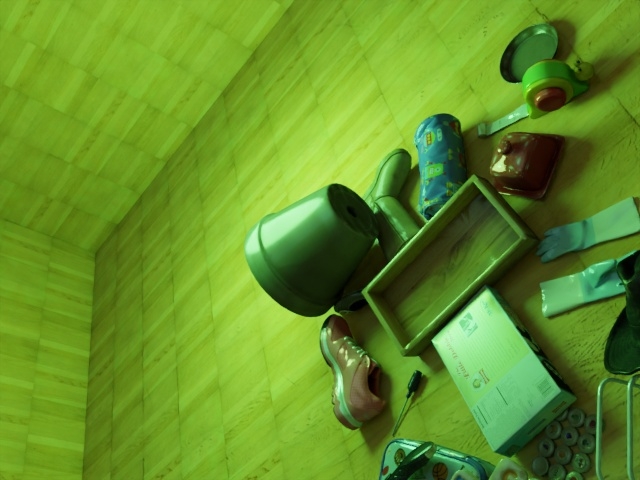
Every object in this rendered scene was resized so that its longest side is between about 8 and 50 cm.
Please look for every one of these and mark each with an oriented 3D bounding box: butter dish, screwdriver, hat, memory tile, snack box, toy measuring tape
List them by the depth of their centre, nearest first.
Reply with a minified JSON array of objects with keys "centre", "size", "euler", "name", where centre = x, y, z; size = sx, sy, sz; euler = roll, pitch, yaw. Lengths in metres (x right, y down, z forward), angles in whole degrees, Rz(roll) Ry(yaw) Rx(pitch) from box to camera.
[{"centre":[0.561,0.065,1.079],"size":[0.331,0.134,0.331],"euler":[-38,3,2],"name":"hat"},{"centre":[0.462,0.384,1.259],"size":[0.113,0.012,0.148],"euler":[13,80,55],"name":"memory tile"},{"centre":[0.369,0.263,1.407],"size":[0.187,0.060,0.322],"euler":[-50,34,20],"name":"snack box"},{"centre":[0.451,-0.191,1.540],"size":[0.160,0.118,0.160],"euler":[18,84,55],"name":"butter dish"},{"centre":[0.484,-0.342,1.594],"size":[0.330,0.121,0.121],"euler":[-24,52,44],"name":"toy measuring tape"},{"centre":[0.200,0.386,1.600],"size":[0.025,0.024,0.170],"euler":[29,95,26],"name":"screwdriver"}]

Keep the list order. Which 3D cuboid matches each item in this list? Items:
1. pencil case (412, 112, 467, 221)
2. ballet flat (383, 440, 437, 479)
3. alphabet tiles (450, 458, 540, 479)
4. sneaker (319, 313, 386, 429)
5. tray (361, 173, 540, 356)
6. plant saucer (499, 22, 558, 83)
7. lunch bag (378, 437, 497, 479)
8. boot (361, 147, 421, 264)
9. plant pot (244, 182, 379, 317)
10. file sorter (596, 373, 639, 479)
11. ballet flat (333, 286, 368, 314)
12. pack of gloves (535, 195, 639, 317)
[{"centre":[0.307,-0.182,1.722],"size":[0.133,0.119,0.306],"euler":[-14,56,23],"name":"pencil case"},{"centre":[0.183,0.468,1.362],"size":[0.173,0.049,0.057],"euler":[-53,-7,24],"name":"ballet flat"},{"centre":[0.327,0.547,1.188],"size":[0.284,0.021,0.278],"euler":[32,97,36],"name":"alphabet tiles"},{"centre":[0.095,0.320,1.727],"size":[0.136,0.116,0.314],"euler":[-31,52,25],"name":"sneaker"},{"centre":[0.293,0.066,1.578],"size":[0.411,0.076,0.203],"euler":[-48,54,24],"name":"tray"},{"centre":[0.528,-0.464,1.687],"size":[0.168,0.029,0.169],"euler":[-32,45,39],"name":"plant saucer"},{"centre":[0.240,0.547,1.368],"size":[0.303,0.115,0.243],"euler":[-1,71,54],"name":"lunch bag"},{"centre":[0.218,-0.088,1.821],"size":[0.236,0.089,0.270],"euler":[-62,31,27],"name":"boot"},{"centre":[0.000,0.000,1.839],"size":[0.280,0.323,0.323],"euler":[-43,40,29],"name":"plant pot"},{"centre":[0.560,0.282,0.966],"size":[0.277,0.173,0.193],"euler":[135,148,-64],"name":"file sorter"},{"centre":[0.133,0.153,1.797],"size":[0.249,0.084,0.058],"euler":[-31,71,35],"name":"ballet flat"},{"centre":[0.533,0.030,1.358],"size":[0.232,0.046,0.195],"euler":[-28,49,41],"name":"pack of gloves"}]
